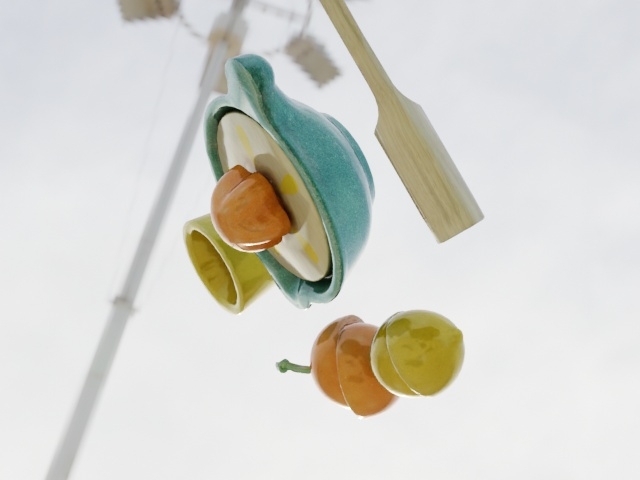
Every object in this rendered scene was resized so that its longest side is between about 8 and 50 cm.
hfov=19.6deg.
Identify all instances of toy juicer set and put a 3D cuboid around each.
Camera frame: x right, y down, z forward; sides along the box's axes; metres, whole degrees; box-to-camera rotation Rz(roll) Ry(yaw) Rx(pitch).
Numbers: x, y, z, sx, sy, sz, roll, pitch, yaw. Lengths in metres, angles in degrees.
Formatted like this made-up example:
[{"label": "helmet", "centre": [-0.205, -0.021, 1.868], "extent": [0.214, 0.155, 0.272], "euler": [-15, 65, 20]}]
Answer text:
[{"label": "toy juicer set", "centre": [0.000, 0.000, 1.053], "extent": [0.209, 0.089, 0.329], "euler": [52, -24, 19]}]
